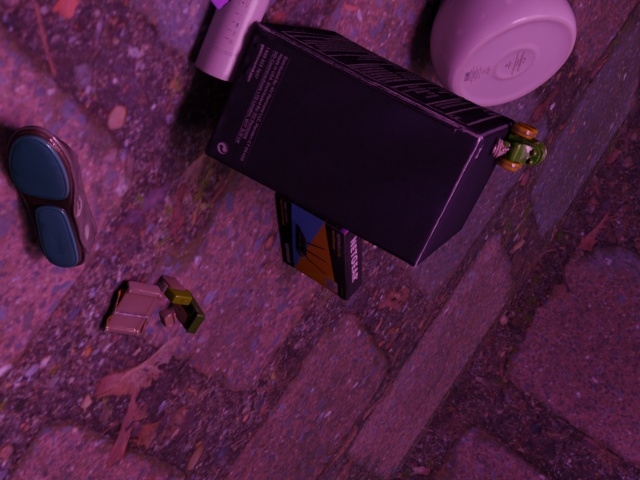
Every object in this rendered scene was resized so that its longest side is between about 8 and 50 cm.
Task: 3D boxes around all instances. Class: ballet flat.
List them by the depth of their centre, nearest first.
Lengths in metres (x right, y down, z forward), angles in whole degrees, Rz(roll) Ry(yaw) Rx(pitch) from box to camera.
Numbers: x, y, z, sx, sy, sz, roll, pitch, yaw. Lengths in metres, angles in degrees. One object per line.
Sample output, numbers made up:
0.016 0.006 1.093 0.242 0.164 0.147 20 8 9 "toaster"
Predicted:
-0.279 -0.058 1.078 0.213 0.072 0.068 92 9 -50 "ballet flat"

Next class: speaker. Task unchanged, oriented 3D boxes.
-0.098 -0.254 1.188 0.055 0.055 0.136 -9 126 -60 "speaker"

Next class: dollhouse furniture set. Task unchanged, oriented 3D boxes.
-0.228 0.085 1.383 0.152 0.058 0.076 13 116 -46 "dollhouse furniture set"

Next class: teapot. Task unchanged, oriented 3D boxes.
0.278 -0.352 1.670 0.252 0.187 0.256 11 137 -46 "teapot"

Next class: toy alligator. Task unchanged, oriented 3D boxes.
0.255 -0.112 1.294 0.056 0.051 0.190 -68 167 16 "toy alligator"

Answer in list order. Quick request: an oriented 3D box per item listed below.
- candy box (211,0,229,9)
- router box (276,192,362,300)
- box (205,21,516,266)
-0.069 -0.351 1.027 0.196 0.070 0.165 -35 155 1 "candy box"
0.000 0.000 1.592 0.046 0.133 0.179 -47 154 -27 "router box"
0.062 -0.128 1.292 0.182 0.294 0.296 -66 167 16 "box"
